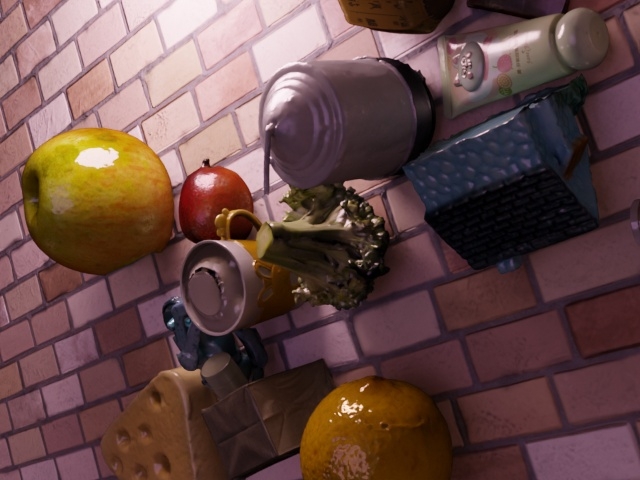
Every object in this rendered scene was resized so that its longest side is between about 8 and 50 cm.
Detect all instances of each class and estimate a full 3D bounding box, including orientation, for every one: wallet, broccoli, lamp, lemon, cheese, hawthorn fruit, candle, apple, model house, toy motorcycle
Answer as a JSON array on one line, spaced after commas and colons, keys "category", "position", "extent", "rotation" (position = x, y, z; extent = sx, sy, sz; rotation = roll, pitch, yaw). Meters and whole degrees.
[{"category": "wallet", "position": [0.323, -0.407, 1.363], "extent": [0.176, 0.026, 0.095], "rotation": [24, 115, 36]}, {"category": "broccoli", "position": [0.000, 0.000, 1.531], "extent": [0.247, 0.243, 0.263], "rotation": [22, 103, 50]}, {"category": "lamp", "position": [0.128, -0.432, 1.442], "extent": [0.185, 0.161, 0.161], "rotation": [13, 103, 39]}, {"category": "lemon", "position": [0.099, 0.376, 1.475], "extent": [0.293, 0.293, 0.293], "rotation": [5, 98, 39]}, {"category": "cheese", "position": [-0.374, 0.491, 1.984], "extent": [0.384, 0.104, 0.384], "rotation": [5, 98, 38]}, {"category": "hawthorn fruit", "position": [-0.219, -0.080, 1.762], "extent": [0.169, 0.169, 0.188], "rotation": [-4, 89, 40]}, {"category": "candle", "position": [0.027, -0.202, 1.433], "extent": [0.221, 0.342, 0.221], "rotation": [10, 105, 42]}, {"category": "apple", "position": [-0.506, -0.087, 1.908], "extent": [0.340, 0.340, 0.339], "rotation": [5, 98, 39]}, {"category": "model house", "position": [0.318, -0.090, 1.309], "extent": [0.261, 0.226, 0.241], "rotation": [-23, 94, 43]}, {"category": "toy motorcycle", "position": [-0.222, 0.217, 1.803], "extent": [0.206, 0.154, 0.260], "rotation": [-14, 113, 36]}]

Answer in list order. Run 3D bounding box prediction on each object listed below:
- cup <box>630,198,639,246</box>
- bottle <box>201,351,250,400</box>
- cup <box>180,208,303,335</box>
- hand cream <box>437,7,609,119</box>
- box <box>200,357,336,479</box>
[{"category": "cup", "position": [0.510, -0.017, 1.216], "extent": [0.099, 0.074, 0.102], "rotation": [-10, 88, 40]}, {"category": "bottle", "position": [-0.167, 0.326, 1.751], "extent": [0.072, 0.072, 0.201], "rotation": [-4, 127, 40]}, {"category": "cup", "position": [-0.144, 0.055, 1.670], "extent": [0.185, 0.226, 0.241], "rotation": [-1, 93, 41]}, {"category": "hand cream", "position": [0.311, -0.293, 1.357], "extent": [0.306, 0.093, 0.147], "rotation": [-7, 88, 50]}, {"category": "box", "position": [-0.082, 0.347, 1.643], "extent": [0.149, 0.231, 0.155], "rotation": [-36, 73, 36]}]
